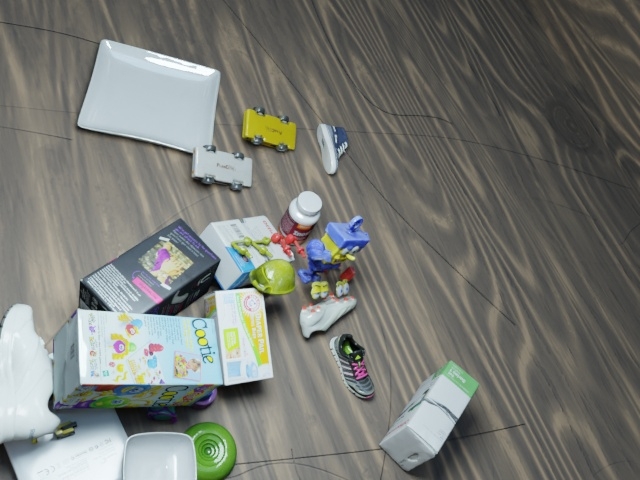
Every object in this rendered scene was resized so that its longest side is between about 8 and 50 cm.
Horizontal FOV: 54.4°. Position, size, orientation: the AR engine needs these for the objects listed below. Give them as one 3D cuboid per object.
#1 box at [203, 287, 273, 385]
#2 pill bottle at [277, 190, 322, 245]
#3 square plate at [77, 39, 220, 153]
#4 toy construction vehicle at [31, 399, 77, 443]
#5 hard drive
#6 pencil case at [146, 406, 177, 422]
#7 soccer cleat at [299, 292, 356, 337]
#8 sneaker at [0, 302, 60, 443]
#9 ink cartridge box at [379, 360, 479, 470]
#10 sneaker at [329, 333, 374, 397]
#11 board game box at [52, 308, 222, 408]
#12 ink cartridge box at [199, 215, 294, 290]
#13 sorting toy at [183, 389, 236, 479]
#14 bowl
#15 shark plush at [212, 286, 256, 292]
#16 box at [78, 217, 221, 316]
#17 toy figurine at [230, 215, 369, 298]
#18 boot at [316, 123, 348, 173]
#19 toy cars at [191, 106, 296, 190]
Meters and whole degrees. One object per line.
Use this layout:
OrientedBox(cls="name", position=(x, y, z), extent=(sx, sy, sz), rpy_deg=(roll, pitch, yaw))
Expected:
OrientedBox(cls="box", position=(-0.185, 0.212, 1.385), extent=(0.114, 0.103, 0.203), rpy_deg=(-4, 81, -26))
OrientedBox(cls="pill bottle", position=(-0.052, -0.059, 1.635), extent=(0.086, 0.152, 0.086), rpy_deg=(11, 55, -16))
OrientedBox(cls="square plate", position=(-0.466, -0.392, 1.742), extent=(0.347, 0.049, 0.344), rpy_deg=(11, 55, -17))
OrientedBox(cls="toy construction vehicle", position=(-0.508, 0.335, 1.190), extent=(0.098, 0.035, 0.086), rpy_deg=(-11, 64, -30))
OrientedBox(cls="hard drive", position=(-0.503, 0.372, 1.215), extent=(0.203, 0.040, 0.307), rpy_deg=(-20, 68, -33))
OrientedBox(cls="pencil case", position=(-0.330, 0.305, 1.322), extent=(0.070, 0.064, 0.152), rpy_deg=(38, 39, -46))
OrientedBox(cls="soccer cleat", position=(0.017, 0.184, 1.566), extent=(0.068, 0.076, 0.196), rpy_deg=(16, 21, 39))
OrientedBox(cls="sneaker", position=(-0.561, 0.251, 1.184), extent=(0.129, 0.111, 0.297), rpy_deg=(9, 46, -32))
OrientedBox(cls="ink cartridge box", position=(0.253, 0.408, 1.450), extent=(0.092, 0.160, 0.219), rpy_deg=(41, 51, 8))
OrientedBox(cls="sneaker", position=(0.083, 0.298, 1.503), extent=(0.063, 0.075, 0.170), rpy_deg=(-15, 66, -31))
OrientedBox(cls="board game box", position=(-0.349, 0.233, 1.195), extent=(0.275, 0.142, 0.144), rpy_deg=(11, 54, -38))
OrientedBox(cls="ink cartridge box", position=(-0.182, 0.027, 1.521), extent=(0.148, 0.086, 0.203), rpy_deg=(55, 31, 16))
OrientedBox(cls="sorting toy", position=(-0.214, 0.437, 1.247), extent=(0.127, 0.126, 0.366), rpy_deg=(0, 59, -24))
OrientedBox(cls="bowl", position=(-0.313, 0.446, 1.198), extent=(0.142, 0.053, 0.142), rpy_deg=(9, 56, -28))
OrientedBox(cls="shark plush", position=(-0.185, 0.136, 1.498), extent=(0.161, 0.067, 0.073), rpy_deg=(-1, 58, -24))
OrientedBox(cls="box", position=(-0.376, 0.100, 1.375), extent=(0.143, 0.165, 0.270), rpy_deg=(45, 52, 9))
OrientedBox(cls="toy figurine", position=(0.000, 0.000, 1.471), extent=(0.362, 0.217, 0.191), rpy_deg=(2, 49, -52))
OrientedBox(cls="boot", position=(0.049, -0.278, 1.879), extent=(0.086, 0.069, 0.190), rpy_deg=(2, 56, -20))
OrientedBox(cls="toy cars", position=(-0.220, -0.253, 1.729), extent=(0.394, 0.087, 0.176), rpy_deg=(-46, 120, -37))
